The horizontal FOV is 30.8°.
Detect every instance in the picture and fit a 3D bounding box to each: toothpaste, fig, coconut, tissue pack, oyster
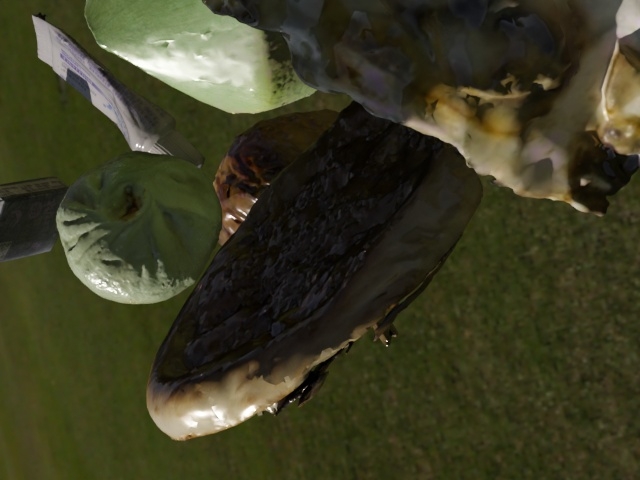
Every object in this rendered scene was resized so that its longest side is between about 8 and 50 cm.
[{"bbox_3d":[-0.264,-0.180,1.495,0.282,0.068,0.099,40,128,7],"label":"toothpaste"},{"bbox_3d":[0.009,-0.004,1.632,0.286,0.286,0.368,101,150,-48],"label":"fig"},{"bbox_3d":[-0.091,-0.269,1.179,0.281,0.328,0.328,92,157,-45],"label":"coconut"},{"bbox_3d":[-0.421,-0.027,1.625,0.051,0.156,0.112,34,110,18],"label":"tissue pack"},{"bbox_3d":[0.084,-0.145,0.551,0.201,0.355,0.107,-53,23,31],"label":"oyster"}]

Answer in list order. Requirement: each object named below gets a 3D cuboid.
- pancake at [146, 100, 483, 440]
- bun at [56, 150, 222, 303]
[{"bbox_3d":[0.001,0.001,0.959,0.071,0.382,0.382,42,170,-19],"label":"pancake"},{"bbox_3d":[-0.212,-0.025,1.372,0.118,0.195,0.195,93,158,-63],"label":"bun"}]
